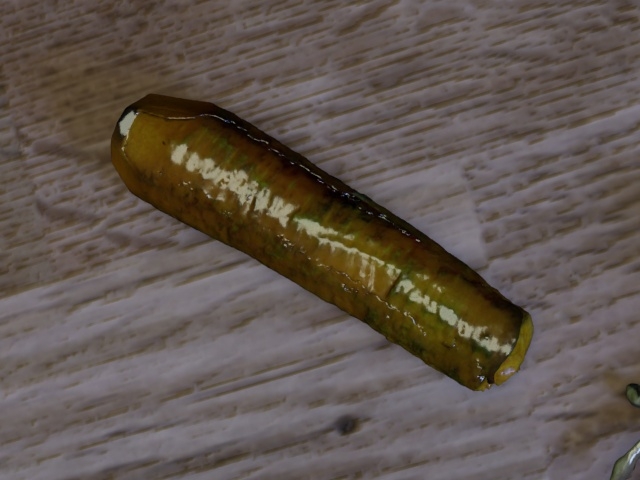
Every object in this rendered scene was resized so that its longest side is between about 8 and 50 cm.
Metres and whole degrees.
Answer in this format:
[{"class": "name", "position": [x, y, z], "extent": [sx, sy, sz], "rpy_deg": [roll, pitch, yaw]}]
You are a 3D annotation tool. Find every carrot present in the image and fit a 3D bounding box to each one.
[{"class": "carrot", "position": [0.000, 0.000, 0.914], "extent": [0.260, 0.070, 0.070], "rpy_deg": [32, 91, 12]}]

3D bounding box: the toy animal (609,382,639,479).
[{"class": "toy animal", "position": [0.219, 0.045, 0.862], "extent": [0.220, 0.086, 0.069], "rpy_deg": [-50, 39, 8]}]
